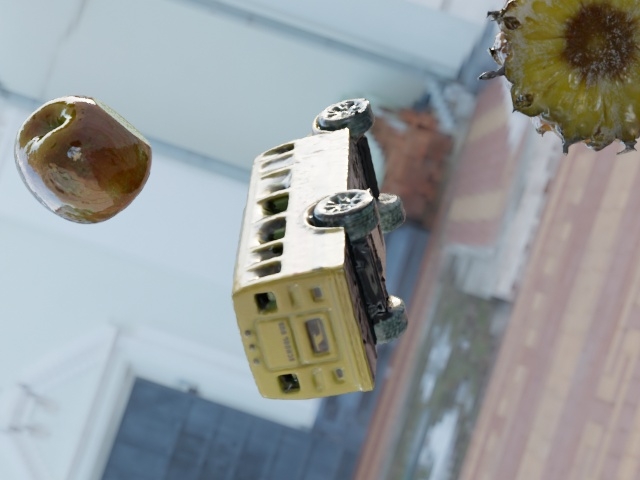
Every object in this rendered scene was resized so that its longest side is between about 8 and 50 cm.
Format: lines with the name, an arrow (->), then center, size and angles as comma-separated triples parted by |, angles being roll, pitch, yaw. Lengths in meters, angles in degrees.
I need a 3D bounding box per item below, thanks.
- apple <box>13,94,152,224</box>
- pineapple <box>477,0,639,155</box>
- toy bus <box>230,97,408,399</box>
apple -> -0.198, -0.066, 1.433 | 0.099, 0.102, 0.114 | -46, 28, 6
pineapple -> 0.241, -0.174, 1.562 | 0.047, 0.221, 0.221 | -168, 96, -78
toy bus -> 0.000, 0.000, 1.434 | 0.335, 0.123, 0.121 | -87, -18, -64
